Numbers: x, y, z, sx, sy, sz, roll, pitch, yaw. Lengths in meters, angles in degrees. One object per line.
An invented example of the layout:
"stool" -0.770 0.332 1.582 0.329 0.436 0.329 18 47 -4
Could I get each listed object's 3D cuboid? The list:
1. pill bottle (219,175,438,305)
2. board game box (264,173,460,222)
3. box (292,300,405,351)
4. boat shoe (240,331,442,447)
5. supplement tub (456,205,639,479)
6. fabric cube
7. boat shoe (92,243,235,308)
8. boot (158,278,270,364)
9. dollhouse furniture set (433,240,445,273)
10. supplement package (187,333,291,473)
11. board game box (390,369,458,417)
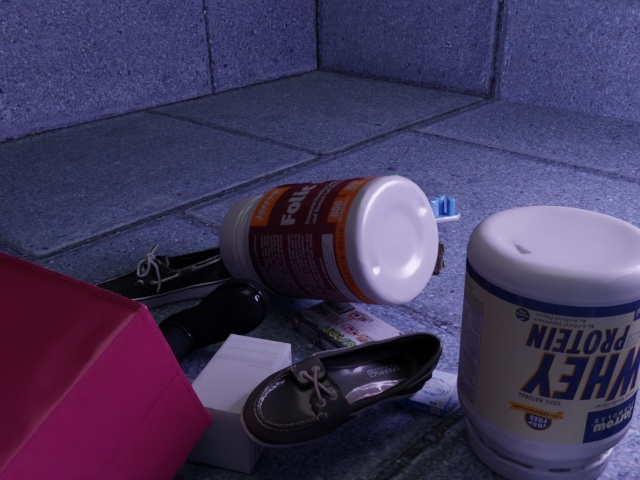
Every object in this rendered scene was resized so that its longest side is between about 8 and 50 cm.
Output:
"pill bottle" 0.000 0.000 1.283 0.392 0.223 0.224 0 19 46
"board game box" 0.082 -0.091 1.689 0.390 0.050 0.390 -9 17 -14
"box" 0.055 0.167 1.221 0.114 0.036 0.207 -19 30 -32
"boat shoe" 0.040 0.191 0.962 0.335 0.095 0.112 -8 51 -40
"supplement tub" 0.307 0.140 0.921 0.236 0.324 0.235 -1 25 1
"fabric cube" -0.327 0.212 0.798 0.254 0.259 0.258 14 51 27
"boat shoe" -0.322 0.069 1.373 0.307 0.104 0.113 -7 25 -12
"boot" -0.213 0.170 1.097 0.247 0.094 0.207 -24 14 27
"dollhouse furniture set" 0.199 0.021 1.480 0.152 0.076 0.058 7 24 19
"supplement package" -0.118 0.233 1.008 0.105 0.105 0.179 8 26 16
"board game box" 0.165 0.235 1.086 0.090 0.020 0.090 11 29 26
